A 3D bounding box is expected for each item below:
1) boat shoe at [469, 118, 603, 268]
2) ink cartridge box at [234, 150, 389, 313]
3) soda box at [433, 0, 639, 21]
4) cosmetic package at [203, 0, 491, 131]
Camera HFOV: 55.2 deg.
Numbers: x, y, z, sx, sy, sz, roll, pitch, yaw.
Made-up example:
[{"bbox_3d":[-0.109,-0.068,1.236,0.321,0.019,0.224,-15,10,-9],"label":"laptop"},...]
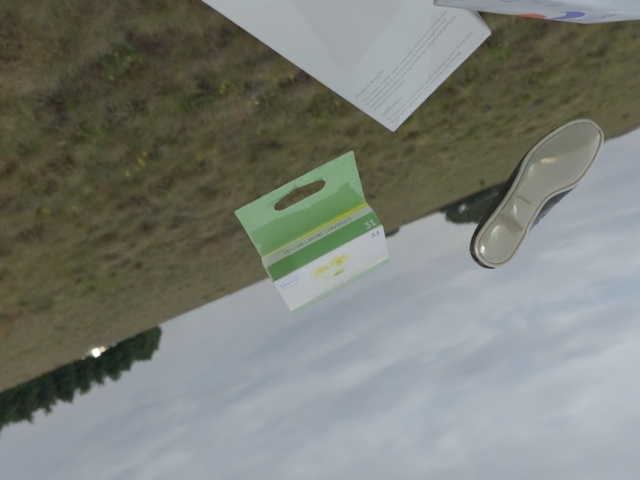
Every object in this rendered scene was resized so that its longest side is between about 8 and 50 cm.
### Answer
[{"bbox_3d":[0.395,-0.090,1.160,0.335,0.112,0.095,-51,180,0],"label":"boat shoe"},{"bbox_3d":[0.000,0.000,0.835,0.171,0.056,0.235,-28,151,-4],"label":"ink cartridge box"},{"bbox_3d":[0.232,-0.266,0.584,0.287,0.097,0.091,-14,-161,-40],"label":"soda box"},{"bbox_3d":[0.026,-0.355,0.869,0.217,0.385,0.156,-43,-146,27],"label":"cosmetic package"}]
